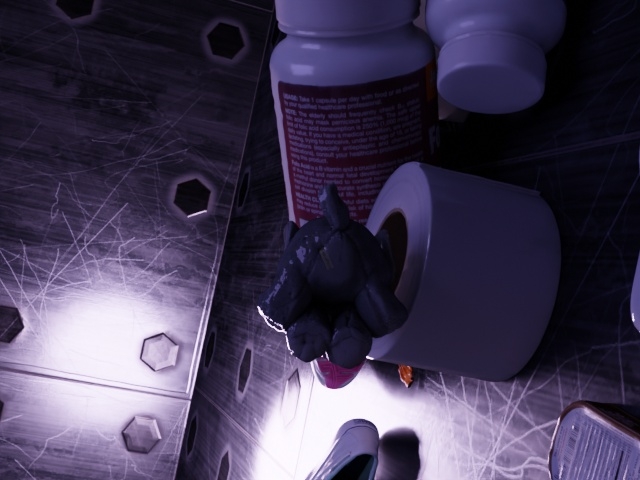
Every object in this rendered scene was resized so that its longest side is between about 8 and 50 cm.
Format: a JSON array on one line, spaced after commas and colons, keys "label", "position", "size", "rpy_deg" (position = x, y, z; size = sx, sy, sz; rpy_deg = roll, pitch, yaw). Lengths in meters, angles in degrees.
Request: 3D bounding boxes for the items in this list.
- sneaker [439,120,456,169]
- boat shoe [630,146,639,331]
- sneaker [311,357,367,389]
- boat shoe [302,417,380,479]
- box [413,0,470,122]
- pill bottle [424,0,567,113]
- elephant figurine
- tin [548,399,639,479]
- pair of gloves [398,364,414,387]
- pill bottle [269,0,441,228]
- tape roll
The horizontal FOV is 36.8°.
[{"label": "sneaker", "position": [0.174, -0.142, 1.476], "size": [0.089, 0.051, 0.170], "rpy_deg": [115, 164, -51]}, {"label": "boat shoe", "position": [0.320, -0.022, 0.824], "size": [0.076, 0.080, 0.228], "rpy_deg": [-176, 98, -68]}, {"label": "sneaker", "position": [0.023, 0.176, 1.692], "size": [0.252, 0.103, 0.111], "rpy_deg": [-84, 13, -53]}, {"label": "boat shoe", "position": [0.021, 0.398, 1.512], "size": [0.084, 0.095, 0.258], "rpy_deg": [-97, 23, -60]}, {"label": "box", "position": [0.166, -0.314, 1.485], "size": [0.094, 0.113, 0.275], "rpy_deg": [115, 156, -47]}, {"label": "pill bottle", "position": [0.224, -0.331, 1.213], "size": [0.176, 0.176, 0.318], "rpy_deg": [141, 139, -66]}, {"label": "elephant figurine", "position": [0.010, 0.048, 1.119], "size": [0.186, 0.169, 0.239], "rpy_deg": [-46, 4, 6]}, {"label": "tin", "position": [0.270, 0.215, 0.890], "size": [0.190, 0.040, 0.106], "rpy_deg": [-151, 70, -74]}, {"label": "pair of gloves", "position": [0.137, 0.173, 1.437], "size": [0.074, 0.010, 0.083], "rpy_deg": [-114, 42, -67]}, {"label": "pill bottle", "position": [0.051, -0.172, 1.320], "size": [0.224, 0.224, 0.392], "rpy_deg": [-111, 14, -64]}, {"label": "tape roll", "position": [0.157, 0.040, 1.175], "size": [0.246, 0.169, 0.246], "rpy_deg": [-168, 90, -75]}]
